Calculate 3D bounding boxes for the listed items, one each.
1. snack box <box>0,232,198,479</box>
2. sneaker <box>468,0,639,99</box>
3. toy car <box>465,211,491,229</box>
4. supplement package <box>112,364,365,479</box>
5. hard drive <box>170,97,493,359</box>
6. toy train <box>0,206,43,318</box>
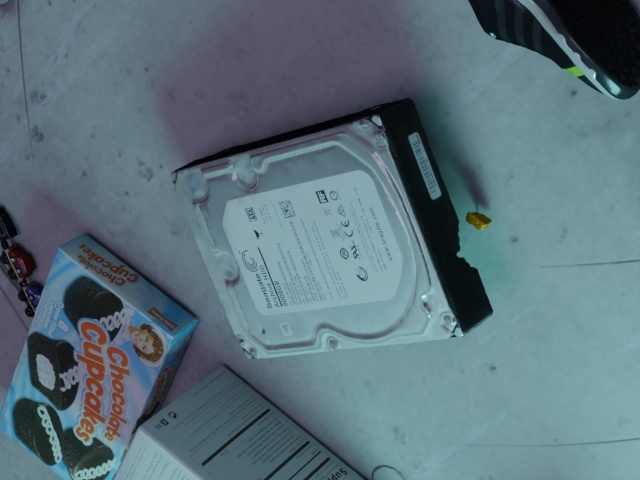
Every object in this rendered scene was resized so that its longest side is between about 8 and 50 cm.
[{"bbox_3d":[-0.286,0.169,1.770,0.187,0.060,0.322,36,126,14],"label":"snack box"},{"bbox_3d":[0.201,-0.211,1.290,0.235,0.084,0.097,47,152,7],"label":"sneaker"},{"bbox_3d":[0.115,-0.015,1.440,0.122,0.040,0.060,21,104,25],"label":"toy car"},{"bbox_3d":[-0.080,0.323,1.634,0.293,0.175,0.177,38,125,13],"label":"supplement package"},{"bbox_3d":[0.000,0.000,1.468,0.339,0.064,0.237,-10,105,48],"label":"hard drive"},{"bbox_3d":[-0.382,0.030,1.792,0.036,0.027,0.158,-19,100,26],"label":"toy train"}]
